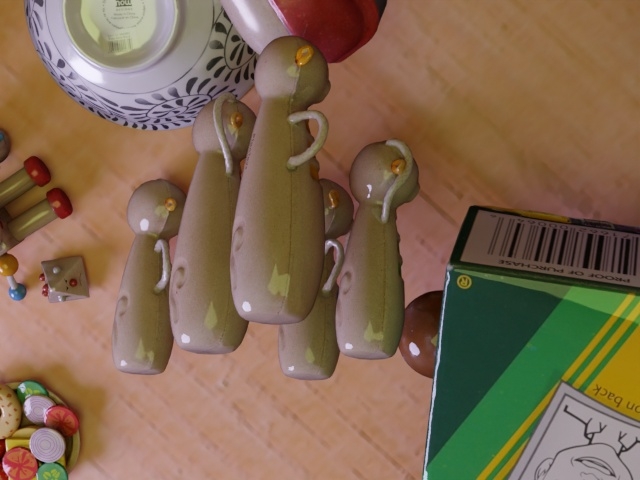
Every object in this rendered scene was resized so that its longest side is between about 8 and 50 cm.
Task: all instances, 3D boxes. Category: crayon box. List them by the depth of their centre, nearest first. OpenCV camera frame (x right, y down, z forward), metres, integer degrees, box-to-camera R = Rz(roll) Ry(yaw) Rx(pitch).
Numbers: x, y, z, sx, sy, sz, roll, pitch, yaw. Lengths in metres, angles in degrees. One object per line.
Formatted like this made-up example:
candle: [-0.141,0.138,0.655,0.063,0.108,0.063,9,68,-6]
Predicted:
crayon box: [0.236,0.165,0.851,0.363,0.106,0.313,8,112,10]

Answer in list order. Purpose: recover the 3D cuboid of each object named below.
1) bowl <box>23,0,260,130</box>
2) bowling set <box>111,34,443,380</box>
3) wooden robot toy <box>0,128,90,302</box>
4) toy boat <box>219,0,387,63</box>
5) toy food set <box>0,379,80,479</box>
bowl: [-0.114,-0.145,0.967,0.170,0.080,0.170,2,103,9]
bowling set: [0.000,0.000,0.940,0.200,0.287,0.154,11,74,-26]
wooden robot toy: [-0.215,-0.020,1.012,0.076,0.079,0.173,-34,97,15]
toy boat: [-0.007,-0.221,0.874,0.151,0.151,0.231,-24,108,18]
toy food set: [-0.204,0.135,1.077,0.083,0.020,0.083,-1,103,9]
